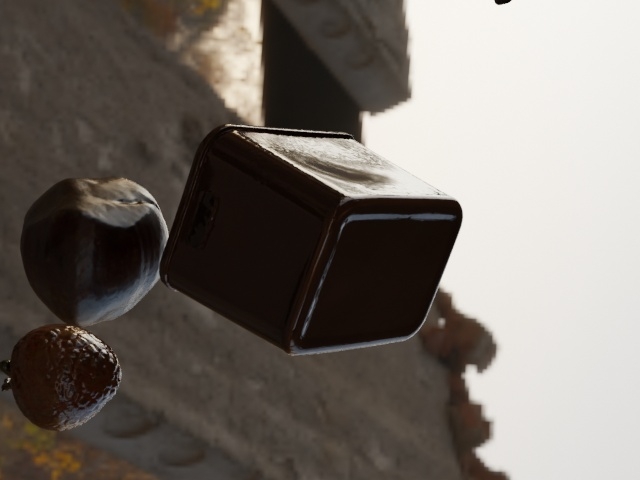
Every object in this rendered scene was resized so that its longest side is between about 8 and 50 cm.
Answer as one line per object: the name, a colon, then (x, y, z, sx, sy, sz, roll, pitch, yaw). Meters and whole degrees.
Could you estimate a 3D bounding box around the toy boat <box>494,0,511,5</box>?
toy boat: (0.351, -0.502, 2.329, 0.392, 0.136, 0.079, -53, 136, -50)

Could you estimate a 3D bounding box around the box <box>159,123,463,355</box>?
box: (0.000, 0.000, 1.825, 0.229, 0.339, 0.239, 29, -72, 32)

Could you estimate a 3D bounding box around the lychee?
lychee: (-0.258, 0.137, 1.321, 0.114, 0.140, 0.101, 23, 41, -65)

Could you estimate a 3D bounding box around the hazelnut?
hazelnut: (-0.336, 0.014, 1.980, 0.234, 0.218, 0.218, -30, 134, -53)
